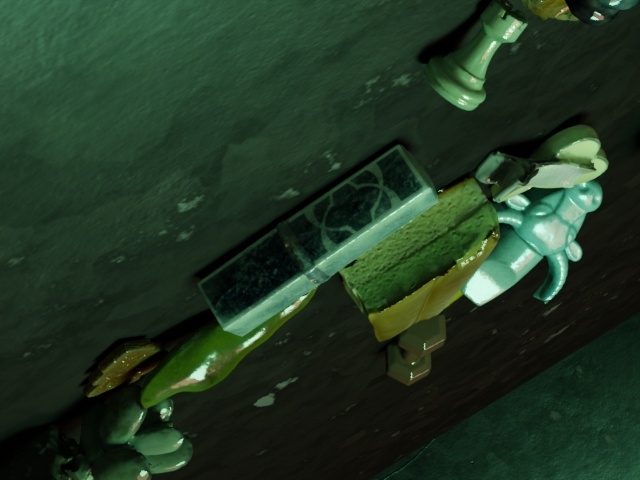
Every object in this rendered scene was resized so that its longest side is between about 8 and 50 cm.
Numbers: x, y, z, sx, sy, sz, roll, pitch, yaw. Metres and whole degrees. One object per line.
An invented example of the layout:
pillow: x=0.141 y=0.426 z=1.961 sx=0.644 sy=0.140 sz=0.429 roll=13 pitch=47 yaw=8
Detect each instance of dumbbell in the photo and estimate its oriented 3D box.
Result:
dumbbell: x=0.165 y=0.185 z=2.082 sx=0.082 sy=0.092 sz=0.231 roll=2 pitch=157 yaw=-3

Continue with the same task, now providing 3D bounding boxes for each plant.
plant: x=-0.302 y=0.298 z=1.539 sx=0.274 sy=0.149 sz=0.146 roll=-31 pitch=139 yaw=4

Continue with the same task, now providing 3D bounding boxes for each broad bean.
broad bean: x=-0.098 y=0.111 z=1.495 sx=0.325 sy=0.067 sz=0.075 roll=-38 pitch=165 yaw=-9

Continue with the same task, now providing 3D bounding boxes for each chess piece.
chess piece: x=0.155 y=-0.185 z=1.150 sx=0.067 sy=0.067 sz=0.103 roll=-6 pitch=140 yaw=-52

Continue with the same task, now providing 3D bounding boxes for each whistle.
whistle: x=0.310 y=-0.014 z=1.733 sx=0.186 sy=0.093 sz=0.274 roll=37 pitch=102 yaw=-25

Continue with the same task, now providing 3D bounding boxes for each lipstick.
lipstick: x=0.000 y=0.000 z=1.353 sx=0.289 sy=0.077 sz=0.076 roll=-34 pitch=161 yaw=6

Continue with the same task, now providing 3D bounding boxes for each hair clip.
hair clip: x=0.299 y=-0.092 z=1.599 sx=0.218 sy=0.071 sz=0.159 roll=-8 pitch=156 yaw=-38

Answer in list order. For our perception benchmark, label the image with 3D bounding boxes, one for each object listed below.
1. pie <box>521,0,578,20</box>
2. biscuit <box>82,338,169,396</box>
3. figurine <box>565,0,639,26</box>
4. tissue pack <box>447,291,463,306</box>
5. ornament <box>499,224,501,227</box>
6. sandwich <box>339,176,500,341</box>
pie: x=0.270 y=-0.273 z=1.120 sx=0.195 sy=0.046 sz=0.195 roll=-29 pitch=161 yaw=-11
biscuit: x=-0.239 y=0.151 z=1.461 sx=0.119 sy=0.019 sz=0.130 roll=-25 pitch=162 yaw=-19
figurine: x=0.282 y=-0.293 z=0.877 sx=0.332 sy=0.185 sz=0.204 roll=-49 pitch=-170 yaw=34
tissue pack: x=0.168 y=0.062 z=1.801 sx=0.095 sy=0.062 sz=0.176 roll=-40 pitch=159 yaw=25
ornament: x=0.305 y=0.004 z=1.845 sx=0.156 sy=0.081 sz=0.075 roll=-28 pitch=-176 yaw=-27
sandwich: x=0.141 y=0.030 z=1.607 sx=0.220 sy=0.108 sz=0.186 roll=-33 pitch=162 yaw=-2
